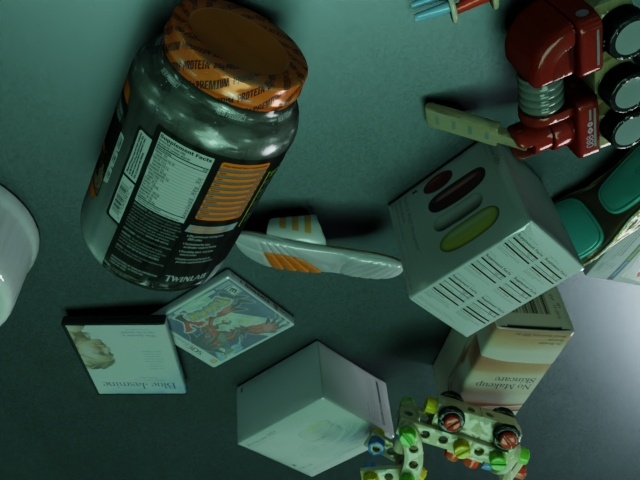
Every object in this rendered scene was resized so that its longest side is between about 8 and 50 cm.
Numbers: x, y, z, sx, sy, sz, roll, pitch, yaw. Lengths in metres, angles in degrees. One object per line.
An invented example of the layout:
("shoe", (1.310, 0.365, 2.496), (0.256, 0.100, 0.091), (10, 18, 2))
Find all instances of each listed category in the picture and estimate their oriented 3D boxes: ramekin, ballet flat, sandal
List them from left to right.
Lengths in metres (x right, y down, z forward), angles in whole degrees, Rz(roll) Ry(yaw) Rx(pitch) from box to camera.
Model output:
("ramekin", (-0.565, 0.030, 1.020), (0.277, 0.135, 0.277), (-4, 137, -3))
("sandal", (0.000, 0.004, 1.106), (0.265, 0.076, 0.102), (9, 157, 0))
("ballet flat", (0.449, -0.040, 1.100), (0.123, 0.123, 0.348), (25, 128, -29))

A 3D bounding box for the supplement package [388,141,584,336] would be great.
("supplement package", (0.235, -0.007, 1.039), (0.203, 0.194, 0.149), (-36, 130, 26))

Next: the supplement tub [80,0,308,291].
("supplement tub", (-0.160, -0.110, 0.875), (0.207, 0.207, 0.338), (16, 131, -22))

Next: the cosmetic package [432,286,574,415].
("cosmetic package", (0.331, 0.208, 1.320), (0.153, 0.129, 0.296), (3, 136, -9))

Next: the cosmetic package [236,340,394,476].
("cosmetic package", (-0.013, 0.345, 1.415), (0.224, 0.138, 0.225), (-34, 129, 25))

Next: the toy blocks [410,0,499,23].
("toy blocks", (0.171, -0.316, 0.814), (0.148, 0.054, 0.123), (-17, 136, 10))

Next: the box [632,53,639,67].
("box", (0.518, -0.256, 0.891), (0.156, 0.093, 0.158), (9, 135, -16))

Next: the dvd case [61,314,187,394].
("dvd case", (-0.354, 0.217, 1.302), (0.180, 0.022, 0.253), (-1, 140, 0))

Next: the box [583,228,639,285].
("box", (0.570, 0.017, 1.221), (0.186, 0.038, 0.145), (10, 134, -18))

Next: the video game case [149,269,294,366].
("video game case", (-0.181, 0.147, 1.269), (0.201, 0.023, 0.183), (-30, 132, 22))

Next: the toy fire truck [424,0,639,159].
("toy fire truck", (0.267, -0.198, 0.902), (0.246, 0.158, 0.217), (-23, 135, 1))

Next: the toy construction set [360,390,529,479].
("toy construction set", (0.251, 0.390, 1.301), (0.328, 0.151, 0.215), (12, 110, -13))
